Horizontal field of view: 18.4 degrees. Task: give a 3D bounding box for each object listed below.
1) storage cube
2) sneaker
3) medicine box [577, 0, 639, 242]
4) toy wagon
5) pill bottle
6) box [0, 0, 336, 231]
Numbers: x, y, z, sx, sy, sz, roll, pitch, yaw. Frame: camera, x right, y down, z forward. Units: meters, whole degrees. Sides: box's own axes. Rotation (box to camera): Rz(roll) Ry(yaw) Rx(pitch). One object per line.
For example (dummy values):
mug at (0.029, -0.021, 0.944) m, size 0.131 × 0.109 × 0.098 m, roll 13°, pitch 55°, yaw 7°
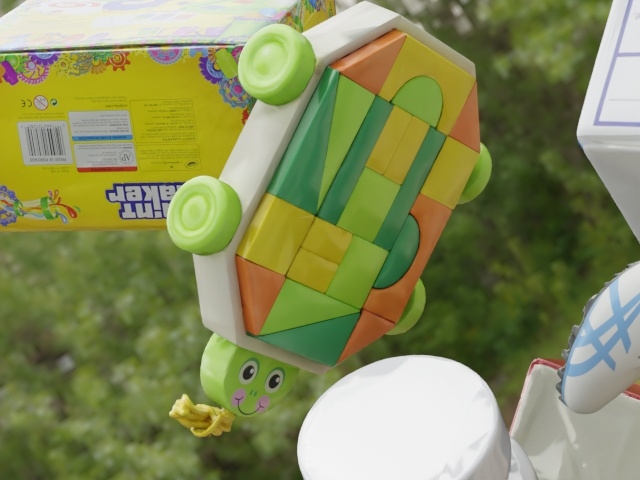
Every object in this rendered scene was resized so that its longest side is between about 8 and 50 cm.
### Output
storage cube at (0.242, 0.212, 1.597) m, size 0.183 × 0.215 × 0.193 m, roll -69°, pitch -18°, yaw 1°
sneaker at (0.256, 0.041, 1.383) m, size 0.237 × 0.086 × 0.085 m, roll -50°, pitch -27°, yaw 18°
medicine box at (0.282, -0.106, 1.101) m, size 0.149 × 0.263 × 0.289 m, roll 5°, pitch 63°, yaw 31°
toy wagon at (0.000, 0.000, 1.474) m, size 0.267 × 0.068 × 0.344 m, roll 25°, pitch -89°, yaw -51°
pill bottle at (0.084, 0.222, 1.369) m, size 0.161 × 0.283 × 0.161 m, roll -11°, pitch 41°, yaw 10°
box at (-0.151, -0.138, 1.857) m, size 0.290 × 0.177 × 0.279 m, roll 0°, pitch 22°, yaw 16°
